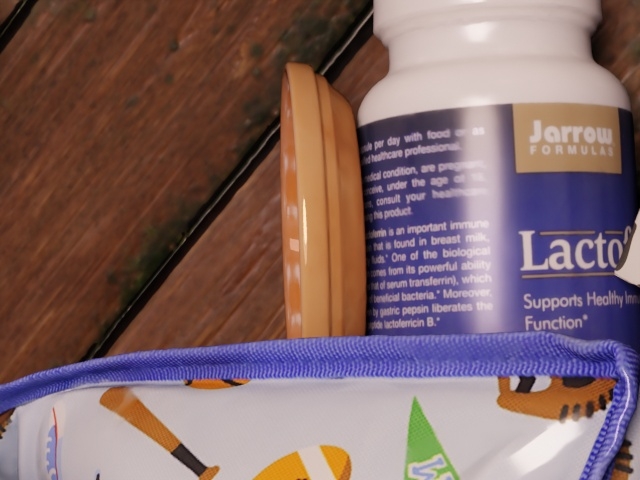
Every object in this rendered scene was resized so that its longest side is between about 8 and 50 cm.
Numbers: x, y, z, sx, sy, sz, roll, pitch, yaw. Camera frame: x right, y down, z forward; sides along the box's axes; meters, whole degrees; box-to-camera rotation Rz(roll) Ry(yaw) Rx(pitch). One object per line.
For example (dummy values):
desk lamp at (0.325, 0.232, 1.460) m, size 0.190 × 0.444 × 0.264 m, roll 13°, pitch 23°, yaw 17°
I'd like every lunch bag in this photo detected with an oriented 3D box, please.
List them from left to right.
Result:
lunch bag at (0.018, 0.196, 0.636) m, size 0.385 × 0.328 × 0.239 m, roll -1°, pitch 62°, yaw 39°

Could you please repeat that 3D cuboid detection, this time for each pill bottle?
pill bottle at (0.096, -0.015, 0.771) m, size 0.153 × 0.153 × 0.264 m, roll -4°, pitch 87°, yaw 19°

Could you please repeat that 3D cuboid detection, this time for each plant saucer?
plant saucer at (0.000, 0.000, 0.790) m, size 0.037 × 0.200 × 0.200 m, roll -1°, pitch 87°, yaw -4°

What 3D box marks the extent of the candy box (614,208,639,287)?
candy box at (0.248, -0.033, 0.645) m, size 0.165 × 0.070 × 0.196 m, roll 37°, pitch 119°, yaw 38°
